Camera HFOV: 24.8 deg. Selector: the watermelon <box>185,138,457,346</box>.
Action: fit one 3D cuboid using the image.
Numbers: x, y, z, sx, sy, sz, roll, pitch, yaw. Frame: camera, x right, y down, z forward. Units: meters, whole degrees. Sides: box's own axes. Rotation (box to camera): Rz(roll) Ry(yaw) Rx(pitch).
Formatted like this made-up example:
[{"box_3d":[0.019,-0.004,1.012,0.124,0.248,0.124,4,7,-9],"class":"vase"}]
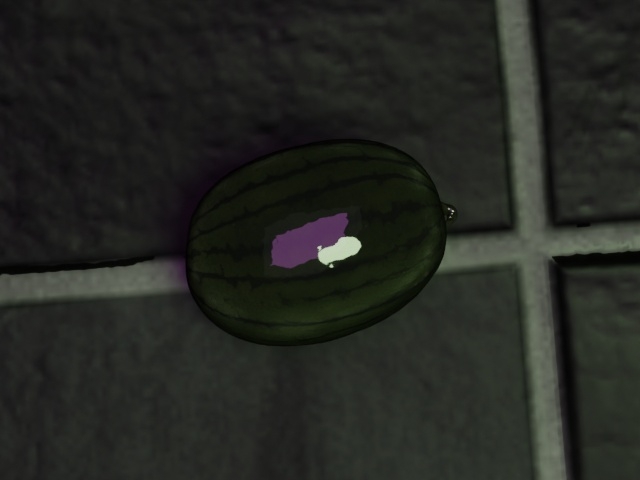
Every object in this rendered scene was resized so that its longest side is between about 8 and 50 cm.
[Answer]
[{"box_3d":[0.000,0.000,0.574,0.110,0.078,0.078,-18,83,2],"class":"watermelon"}]
